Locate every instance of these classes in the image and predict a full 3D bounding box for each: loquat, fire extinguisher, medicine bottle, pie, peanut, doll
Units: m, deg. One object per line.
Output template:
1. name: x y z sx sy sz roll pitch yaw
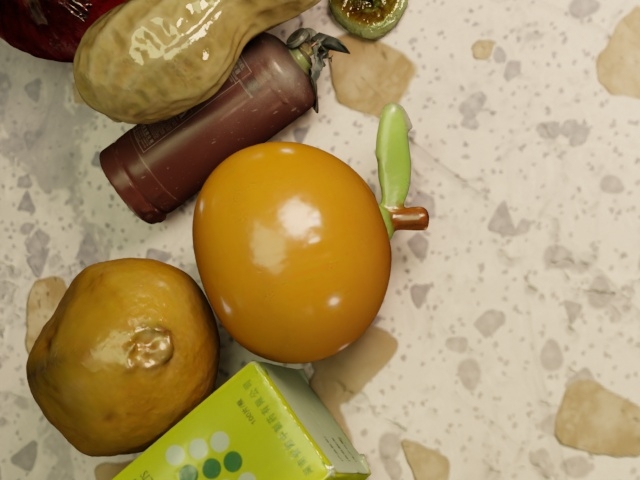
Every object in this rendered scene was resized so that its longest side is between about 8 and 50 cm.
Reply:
1. loquat: -0.187 0.111 1.539 0.176 0.234 0.187 47 64 -7
2. fire extinguisher: -0.087 -0.126 1.597 0.269 0.105 0.104 -35 71 10
3. medicine bottle: -0.092 0.242 1.515 0.250 0.141 0.137 -40 73 8
4. pie: 0.048 -0.243 1.612 0.084 0.021 0.084 -3 80 18
5. peanut: -0.103 -0.213 1.521 0.298 0.120 0.136 -38 56 6
6. doll: 0.000 0.000 1.501 0.236 0.213 0.213 -20 74 1

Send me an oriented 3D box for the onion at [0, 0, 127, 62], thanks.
1. onion: -0.251 -0.323 1.652 0.273 0.285 0.273 12 122 21
